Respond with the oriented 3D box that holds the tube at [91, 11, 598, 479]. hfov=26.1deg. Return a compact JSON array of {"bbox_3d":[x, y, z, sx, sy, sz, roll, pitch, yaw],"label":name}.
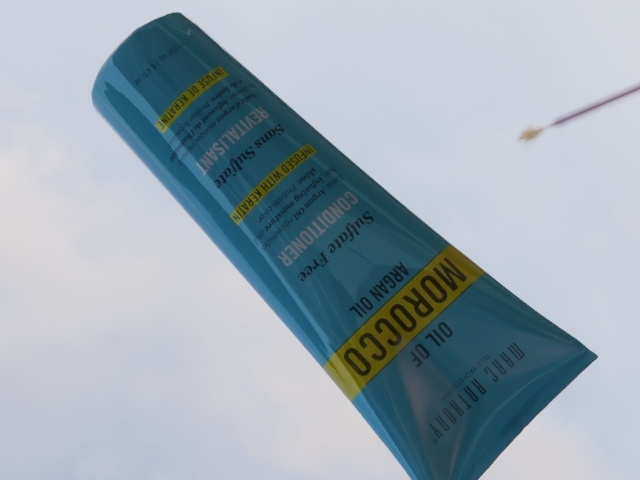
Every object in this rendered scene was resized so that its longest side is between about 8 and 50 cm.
[{"bbox_3d":[0.000,0.000,0.516,0.207,0.080,0.052,44,176,15],"label":"tube"}]
